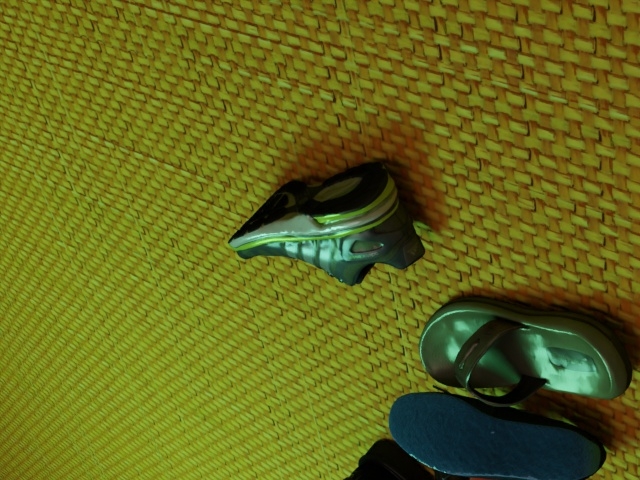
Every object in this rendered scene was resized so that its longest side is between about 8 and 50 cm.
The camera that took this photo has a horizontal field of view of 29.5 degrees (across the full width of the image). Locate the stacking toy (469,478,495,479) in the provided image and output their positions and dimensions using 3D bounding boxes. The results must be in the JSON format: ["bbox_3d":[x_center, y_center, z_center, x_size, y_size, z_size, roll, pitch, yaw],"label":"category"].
[{"bbox_3d":[0.290,0.398,1.500,0.141,0.141,0.330,-15,106,55],"label":"stacking toy"}]

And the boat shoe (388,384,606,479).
[{"bbox_3d":[0.203,0.240,1.413,0.258,0.089,0.109,15,91,32],"label":"boat shoe"}]

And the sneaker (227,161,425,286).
[{"bbox_3d":[0.000,0.000,1.417,0.300,0.111,0.121,-7,123,55],"label":"sneaker"}]

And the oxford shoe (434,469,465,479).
[{"bbox_3d":[0.217,0.372,1.594,0.083,0.096,0.227,38,-154,-86],"label":"oxford shoe"}]

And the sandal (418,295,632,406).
[{"bbox_3d":[0.201,0.130,1.326,0.303,0.086,0.120,-5,120,58],"label":"sandal"}]

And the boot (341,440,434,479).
[{"bbox_3d":[0.107,0.472,1.652,0.348,0.260,0.131,42,148,9],"label":"boot"}]
